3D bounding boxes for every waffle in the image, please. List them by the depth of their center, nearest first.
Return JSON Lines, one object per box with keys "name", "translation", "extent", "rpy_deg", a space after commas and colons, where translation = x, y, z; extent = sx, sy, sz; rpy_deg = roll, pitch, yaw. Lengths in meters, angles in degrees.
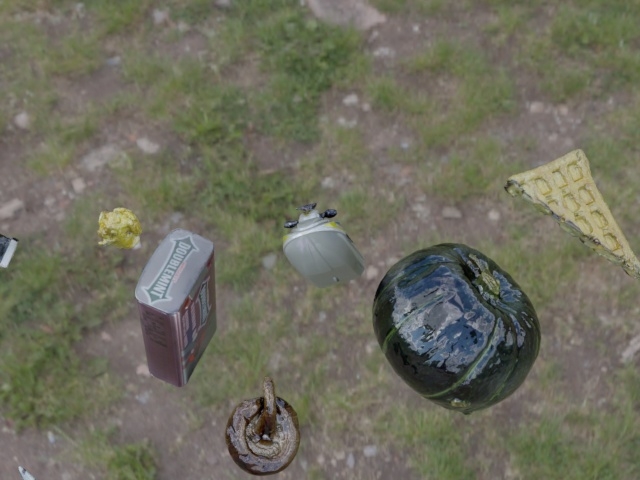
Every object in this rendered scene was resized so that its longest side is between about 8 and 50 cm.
{"name": "waffle", "translation": [0.258, -0.011, 1.037], "extent": [0.097, 0.023, 0.153], "rpy_deg": [-24, 83, -21]}

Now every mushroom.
{"name": "mushroom", "translation": [-0.099, 0.321, 1.784], "extent": [0.135, 0.171, 0.080], "rpy_deg": [7, 3, -26]}

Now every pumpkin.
{"name": "pumpkin", "translation": [0.242, 0.156, 1.859], "extent": [0.323, 0.241, 0.323], "rpy_deg": [30, 32, -21]}

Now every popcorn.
{"name": "popcorn", "translation": [-0.362, -0.028, 1.819], "extent": [0.084, 0.084, 0.084], "rpy_deg": [-3, 50, 3]}

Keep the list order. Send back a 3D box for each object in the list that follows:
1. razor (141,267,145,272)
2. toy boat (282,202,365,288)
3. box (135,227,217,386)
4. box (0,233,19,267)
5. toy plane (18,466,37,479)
{"name": "razor", "translation": [-0.297, 0.097, 2.189], "extent": [0.081, 0.253, 0.042], "rpy_deg": [17, 87, 16]}
{"name": "toy boat", "translation": [0.003, 0.008, 2.066], "extent": [0.140, 0.269, 0.141], "rpy_deg": [-8, 59, 14]}
{"name": "box", "translation": [-0.183, 0.093, 1.336], "extent": [0.069, 0.224, 0.120], "rpy_deg": [21, 61, 9]}
{"name": "box", "translation": [-0.411, -0.042, 0.945], "extent": [0.129, 0.247, 0.033], "rpy_deg": [9, 72, 48]}
{"name": "toy plane", "translation": [-0.485, 0.501, 1.873], "extent": [0.234, 0.082, 0.160], "rpy_deg": [50, 46, -12]}
